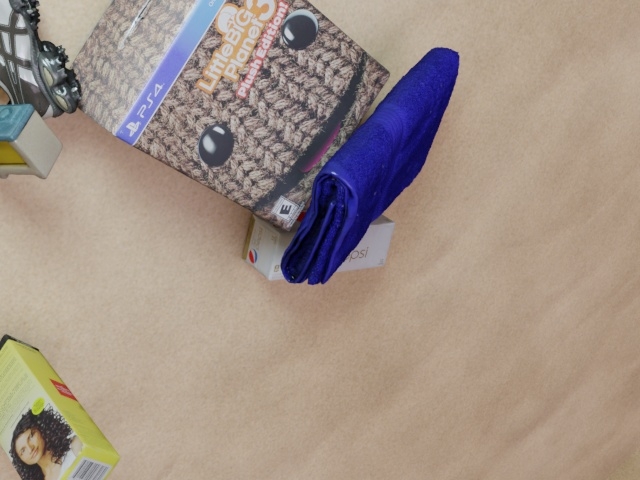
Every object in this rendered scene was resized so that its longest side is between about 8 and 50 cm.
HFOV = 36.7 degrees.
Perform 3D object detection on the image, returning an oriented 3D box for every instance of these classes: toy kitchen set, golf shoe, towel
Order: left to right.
[{"bbox_3d":[-0.368,-0.044,0.886,0.122,0.166,0.207,53,50,-47],"label":"toy kitchen set"},{"bbox_3d":[-0.311,-0.202,0.936,0.094,0.077,0.198,-21,114,2],"label":"golf shoe"},{"bbox_3d":[0.074,-0.091,1.234,0.308,0.076,0.228,-51,172,-37],"label":"towel"}]

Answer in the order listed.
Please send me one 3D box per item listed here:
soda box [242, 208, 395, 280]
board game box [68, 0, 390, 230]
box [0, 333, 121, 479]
[{"bbox_3d":[0.000,0.000,1.356,0.216,0.069,0.074,-6,119,-40],"label":"soda box"},{"bbox_3d":[-0.101,-0.182,1.092,0.291,0.141,0.232,28,95,-48],"label":"board game box"},{"bbox_3d":[-0.315,0.202,1.081,0.058,0.232,0.087,34,90,-45],"label":"box"}]
